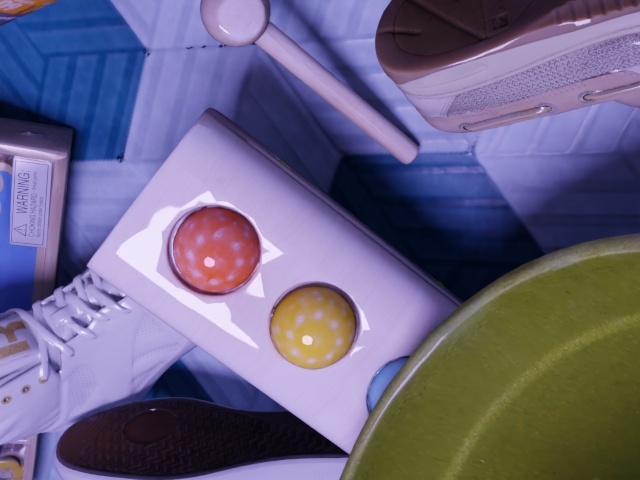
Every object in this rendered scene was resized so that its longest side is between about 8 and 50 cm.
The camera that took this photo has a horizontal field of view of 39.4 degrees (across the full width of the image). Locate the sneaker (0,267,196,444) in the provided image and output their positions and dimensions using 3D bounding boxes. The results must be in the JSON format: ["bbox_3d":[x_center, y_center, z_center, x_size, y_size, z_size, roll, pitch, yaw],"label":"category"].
[{"bbox_3d":[-0.188,0.067,0.704,0.108,0.169,0.292,51,124,25],"label":"sneaker"}]

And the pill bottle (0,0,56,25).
[{"bbox_3d":[-0.304,-0.214,0.642,0.278,0.162,0.162,-14,106,27],"label":"pill bottle"}]

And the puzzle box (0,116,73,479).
[{"bbox_3d":[-0.378,0.071,0.788,0.272,0.052,0.409,7,119,-13],"label":"puzzle box"}]

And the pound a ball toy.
[{"bbox_3d":[0.000,0.000,0.593,0.319,0.136,0.208,38,99,-11],"label":"pound a ball toy"}]

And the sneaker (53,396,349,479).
[{"bbox_3d":[-0.070,0.204,0.732,0.290,0.106,0.123,1,120,2],"label":"sneaker"}]

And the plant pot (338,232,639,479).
[{"bbox_3d":[0.241,0.227,0.480,0.353,0.366,0.366,25,128,-33],"label":"plant pot"}]

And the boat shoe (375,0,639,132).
[{"bbox_3d":[0.186,-0.133,0.521,0.302,0.109,0.098,-13,145,25],"label":"boat shoe"}]
